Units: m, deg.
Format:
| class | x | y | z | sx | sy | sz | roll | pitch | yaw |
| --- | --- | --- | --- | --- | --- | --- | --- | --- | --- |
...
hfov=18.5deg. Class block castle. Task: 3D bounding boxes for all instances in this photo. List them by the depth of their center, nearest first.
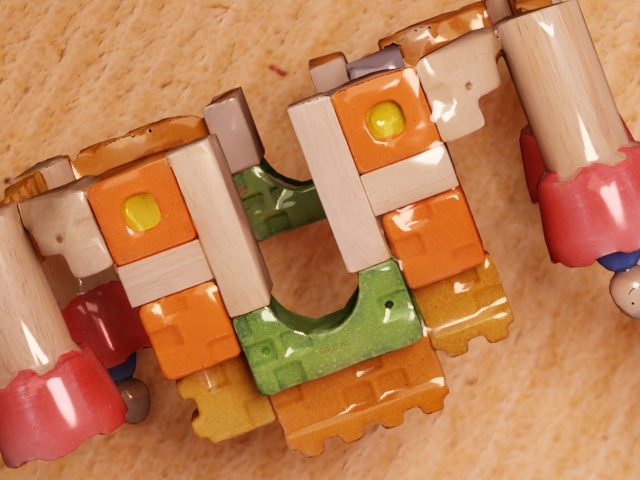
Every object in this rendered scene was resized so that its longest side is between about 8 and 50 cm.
| class | x | y | z | sx | sy | sz | roll | pitch | yaw |
| --- | --- | --- | --- | --- | --- | --- | --- | --- | --- |
| block castle | 0.000 | 0.000 | 1.312 | 0.453 | 0.303 | 0.213 | -20 | 99 | 5 |
